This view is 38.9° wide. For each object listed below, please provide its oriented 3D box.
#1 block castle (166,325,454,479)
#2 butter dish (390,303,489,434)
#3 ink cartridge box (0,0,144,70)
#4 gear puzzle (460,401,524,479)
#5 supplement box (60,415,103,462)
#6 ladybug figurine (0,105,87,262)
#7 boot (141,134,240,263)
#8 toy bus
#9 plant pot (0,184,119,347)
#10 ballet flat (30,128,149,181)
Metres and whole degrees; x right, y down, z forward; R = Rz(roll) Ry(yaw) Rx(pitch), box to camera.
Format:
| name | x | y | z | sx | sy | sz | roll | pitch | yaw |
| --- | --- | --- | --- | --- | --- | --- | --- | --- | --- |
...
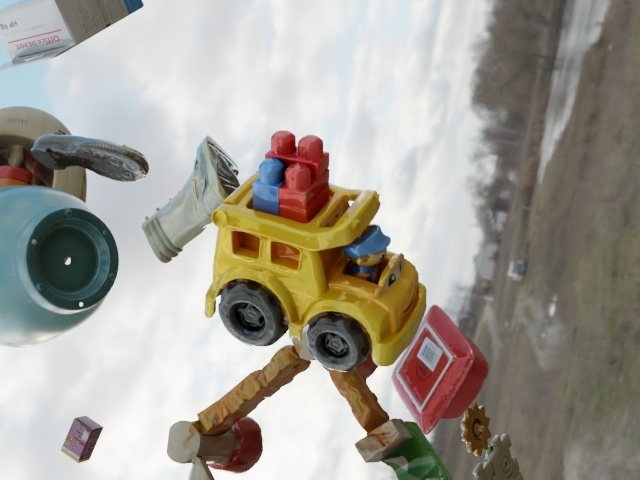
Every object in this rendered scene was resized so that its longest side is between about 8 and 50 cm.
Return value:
| name | x | y | z | sx | sy | sz | roll | pitch | yaw |
| --- | --- | --- | --- | --- | --- | --- | --- | --- | --- |
| block castle | 0.040 | 0.348 | 1.125 | 0.303 | 0.453 | 0.213 | -39 | -23 | 9 |
| butter dish | 0.206 | 0.209 | 1.418 | 0.160 | 0.118 | 0.160 | -63 | 28 | 17 |
| ink cartridge box | -0.303 | -0.262 | 1.055 | 0.180 | 0.104 | 0.060 | -53 | -50 | -51 |
| gear puzzle | 0.287 | 0.429 | 1.522 | 0.175 | 0.044 | 0.339 | -40 | -65 | -48 |
| supplement box | -0.515 | 0.429 | 1.954 | 0.083 | 0.055 | 0.043 | -65 | -21 | 7 |
| ladybug figurine | -0.624 | -0.052 | 1.821 | 0.162 | 0.305 | 0.449 | 106 | 172 | -66 |
| boot | -0.204 | -0.067 | 1.414 | 0.165 | 0.077 | 0.213 | -41 | 30 | 13 |
| toy bus | 0.000 | 0.000 | 0.922 | 0.149 | 0.220 | 0.211 | -49 | -31 | -53 |
| plant pot | -0.471 | 0.039 | 1.563 | 0.293 | 0.196 | 0.293 | 6 | -99 | -44 |
| ballet flat | -0.358 | -0.140 | 1.419 | 0.058 | 0.250 | 0.084 | -60 | -42 | -27 |
